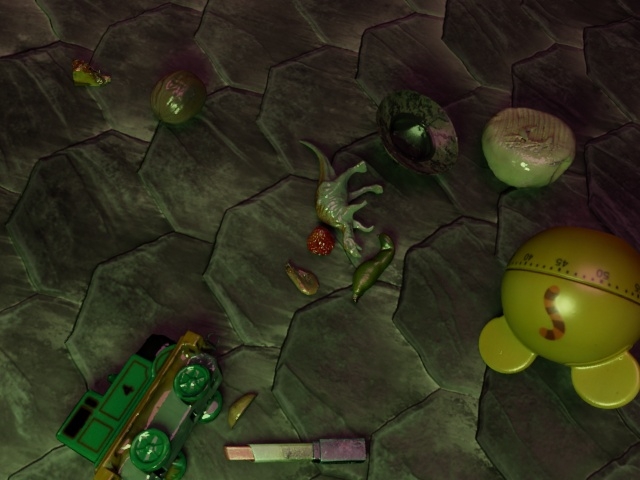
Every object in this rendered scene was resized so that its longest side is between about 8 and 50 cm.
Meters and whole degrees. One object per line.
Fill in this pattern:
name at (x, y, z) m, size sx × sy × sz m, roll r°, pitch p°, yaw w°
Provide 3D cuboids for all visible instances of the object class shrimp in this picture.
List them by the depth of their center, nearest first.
shrimp at (-0.045, 0.092, 1.626) m, size 0.059 × 0.023 × 0.108 m, roll -27°, pitch 69°, yaw -30°

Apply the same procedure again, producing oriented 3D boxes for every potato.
potato at (-0.184, 0.375, 1.451) m, size 0.036 × 0.037 × 0.093 m, roll 32°, pitch 64°, yaw 14°

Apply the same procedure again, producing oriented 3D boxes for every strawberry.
strawberry at (0.000, 0.000, 1.647) m, size 0.074 × 0.083 × 0.073 m, roll -1°, pitch 61°, yaw 1°

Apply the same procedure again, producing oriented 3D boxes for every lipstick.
lipstick at (-0.058, 0.467, 1.413) m, size 0.312 × 0.051 × 0.051 m, roll 1°, pitch 65°, yaw -7°

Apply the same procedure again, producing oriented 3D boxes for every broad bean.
broad bean at (0.133, 0.069, 1.648) m, size 0.070 × 0.048 × 0.213 m, roll 28°, pitch 62°, yaw 6°

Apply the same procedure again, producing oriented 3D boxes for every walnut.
walnut at (-0.390, -0.394, 1.763) m, size 0.140 × 0.140 × 0.162 m, roll 39°, pitch 55°, yaw 12°

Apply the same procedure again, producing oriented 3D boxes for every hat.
hat at (0.250, -0.279, 1.802) m, size 0.266 × 0.128 × 0.265 m, roll 6°, pitch 72°, yaw -18°

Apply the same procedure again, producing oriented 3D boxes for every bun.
bun at (0.580, -0.256, 1.821) m, size 0.273 × 0.168 × 0.272 m, roll 0°, pitch 52°, yaw -1°

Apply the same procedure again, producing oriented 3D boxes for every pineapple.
pineapple at (-0.649, -0.459, 1.804) m, size 0.114 × 0.114 × 0.077 m, roll 17°, pitch 98°, yaw -17°

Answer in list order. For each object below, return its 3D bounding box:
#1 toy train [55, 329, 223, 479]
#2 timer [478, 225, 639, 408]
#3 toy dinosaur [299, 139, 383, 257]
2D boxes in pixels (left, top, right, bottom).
toy train at (-0.369, 0.359, 1.363) m, size 0.249 × 0.178 × 0.429 m, roll 22°, pitch 62°, yaw 16°
timer at (0.590, 0.169, 1.525) m, size 0.376 × 0.376 × 0.386 m, roll 18°, pitch 84°, yaw 1°
toy dinosaur at (0.052, -0.146, 1.731) m, size 0.206 × 0.092 × 0.393 m, roll -31°, pitch 74°, yaw -17°
